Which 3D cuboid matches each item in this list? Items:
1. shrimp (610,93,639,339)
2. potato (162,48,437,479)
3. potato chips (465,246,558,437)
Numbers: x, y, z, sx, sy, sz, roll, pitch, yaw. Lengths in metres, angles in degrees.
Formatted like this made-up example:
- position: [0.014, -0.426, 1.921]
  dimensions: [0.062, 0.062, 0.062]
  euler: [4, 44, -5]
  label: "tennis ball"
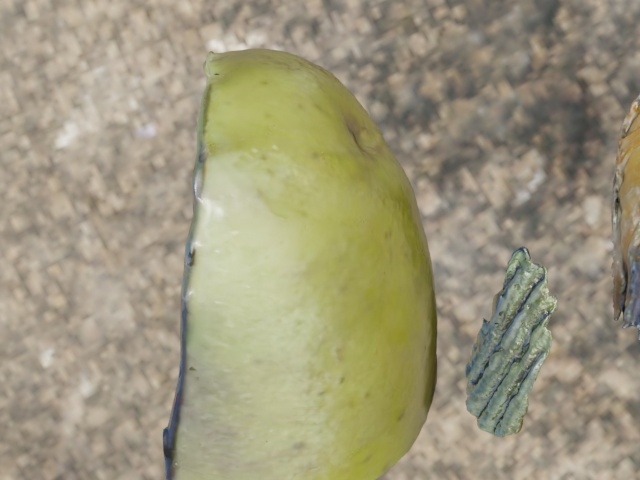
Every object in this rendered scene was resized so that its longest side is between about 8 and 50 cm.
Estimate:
- position: [0.317, -0.050, 1.351]
  dimensions: [0.062, 0.316, 0.164]
  euler: [36, 141, -23]
  label: "shrimp"
- position: [0.000, 0.000, 1.205]
  dimensions: [0.213, 0.330, 0.280]
  euler: [4, 134, -3]
  label: "potato"
- position: [0.169, 0.099, 1.379]
  dimensions: [0.092, 0.028, 0.207]
  euler: [57, 145, 34]
  label: "potato chips"
